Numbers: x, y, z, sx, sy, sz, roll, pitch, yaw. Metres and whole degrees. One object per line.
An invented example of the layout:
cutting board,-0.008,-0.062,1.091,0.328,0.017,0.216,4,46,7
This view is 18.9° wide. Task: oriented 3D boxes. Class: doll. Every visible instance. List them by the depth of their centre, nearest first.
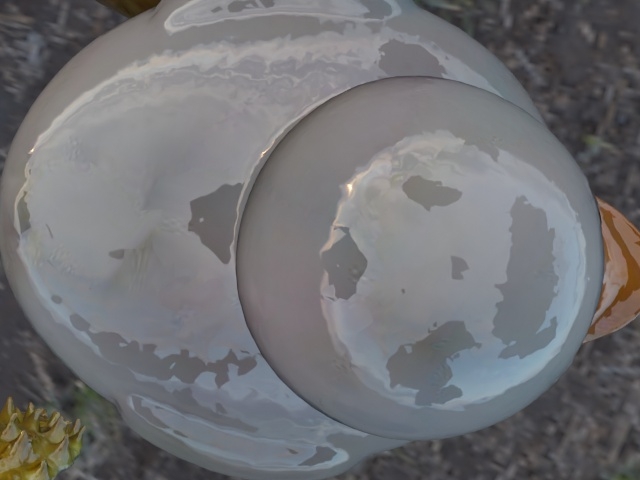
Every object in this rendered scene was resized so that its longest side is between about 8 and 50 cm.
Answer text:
doll,0.000,0.000,0.732,0.251,0.221,0.221,9,98,-1

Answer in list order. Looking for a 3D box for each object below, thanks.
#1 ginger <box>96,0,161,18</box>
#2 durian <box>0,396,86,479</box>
ginger,-0.025,-0.184,0.960,0.172,0.321,0.165,33,70,-31
durian,-0.274,0.183,1.328,0.305,0.195,0.185,-29,107,-32
